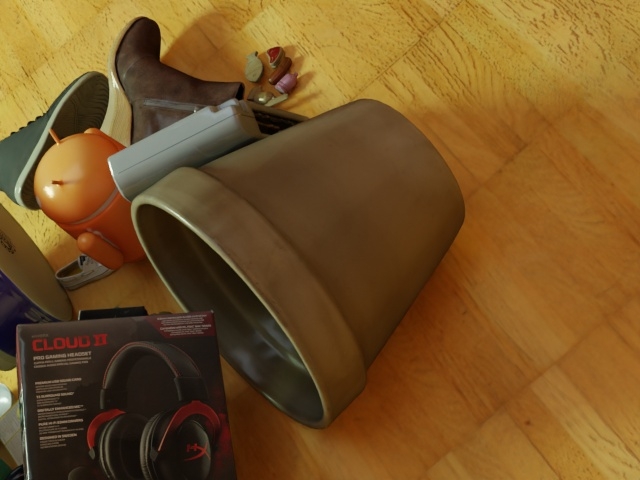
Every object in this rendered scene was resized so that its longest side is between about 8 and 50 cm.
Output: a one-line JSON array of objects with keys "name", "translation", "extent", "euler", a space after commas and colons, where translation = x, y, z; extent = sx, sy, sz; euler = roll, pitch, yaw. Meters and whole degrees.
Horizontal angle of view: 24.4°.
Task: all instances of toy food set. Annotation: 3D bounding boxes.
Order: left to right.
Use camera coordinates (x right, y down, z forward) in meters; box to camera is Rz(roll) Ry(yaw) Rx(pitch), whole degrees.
[{"name": "toy food set", "translation": [-0.064, -0.216, 1.978], "extent": [0.078, 0.019, 0.122], "euler": [-21, 44, 20]}]

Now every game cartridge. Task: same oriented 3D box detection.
[{"name": "game cartridge", "translation": [-0.125, -0.098, 1.777], "extent": [0.196, 0.294, 0.060], "euler": [-21, 82, 19]}]

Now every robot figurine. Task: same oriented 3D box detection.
[{"name": "robot figurine", "translation": [-0.275, -0.054, 1.874], "extent": [0.128, 0.219, 0.158], "euler": [21, 75, 39]}]

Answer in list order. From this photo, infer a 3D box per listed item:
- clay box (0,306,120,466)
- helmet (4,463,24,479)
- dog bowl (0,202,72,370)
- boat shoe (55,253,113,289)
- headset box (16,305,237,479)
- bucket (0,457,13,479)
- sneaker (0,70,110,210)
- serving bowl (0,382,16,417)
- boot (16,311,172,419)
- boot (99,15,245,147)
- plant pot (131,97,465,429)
[{"name": "clay box", "translation": [-0.292, 0.200, 1.836], "extent": [0.222, 0.053, 0.127], "euler": [-44, 50, -1]}, {"name": "helmet", "translation": [-0.345, 0.340, 1.699], "extent": [0.161, 0.169, 0.169], "euler": [-35, 45, -19]}, {"name": "dog bowl", "translation": [-0.440, 0.033, 1.896], "extent": [0.104, 0.265, 0.265], "euler": [-39, 48, 3]}, {"name": "boat shoe", "translation": [-0.308, 0.032, 1.965], "extent": [0.100, 0.035, 0.035], "euler": [-24, 51, 19]}, {"name": "headset box", "translation": [-0.210, 0.206, 1.582], "extent": [0.218, 0.110, 0.293], "euler": [-3, 61, -13]}, {"name": "bucket", "translation": [-0.524, 0.279, 1.795], "extent": [0.281, 0.281, 0.183], "euler": [22, 65, 40]}, {"name": "sneaker", "translation": [-0.396, -0.157, 2.111], "extent": [0.118, 0.083, 0.222], "euler": [24, 77, 41]}, {"name": "serving bowl", "translation": [-0.427, 0.228, 1.922], "extent": [0.083, 0.027, 0.083], "euler": [-16, 55, 24]}, {"name": "boot", "translation": [-0.180, 0.239, 1.685], "extent": [0.236, 0.089, 0.269], "euler": [-36, 71, -27]}, {"name": "boot", "translation": [-0.192, -0.204, 2.020], "extent": [0.207, 0.090, 0.248], "euler": [-2, 63, 24]}, {"name": "plant pot", "translation": [0.000, 0.000, 1.637], "extent": [0.280, 0.323, 0.323], "euler": [-39, 46, -18]}]
